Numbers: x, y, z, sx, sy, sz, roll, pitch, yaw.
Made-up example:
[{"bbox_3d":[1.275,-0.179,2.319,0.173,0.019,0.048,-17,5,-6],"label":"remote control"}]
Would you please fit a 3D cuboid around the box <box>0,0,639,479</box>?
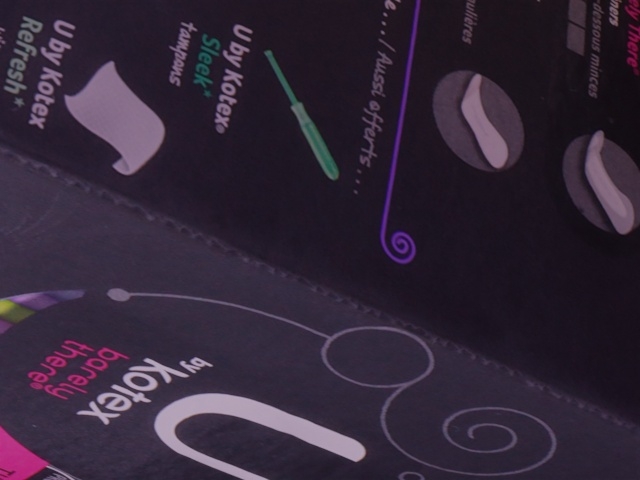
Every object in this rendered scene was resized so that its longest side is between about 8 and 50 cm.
[{"bbox_3d":[0.000,0.000,0.498,0.270,0.165,0.143,24,55,-22],"label":"box"}]
